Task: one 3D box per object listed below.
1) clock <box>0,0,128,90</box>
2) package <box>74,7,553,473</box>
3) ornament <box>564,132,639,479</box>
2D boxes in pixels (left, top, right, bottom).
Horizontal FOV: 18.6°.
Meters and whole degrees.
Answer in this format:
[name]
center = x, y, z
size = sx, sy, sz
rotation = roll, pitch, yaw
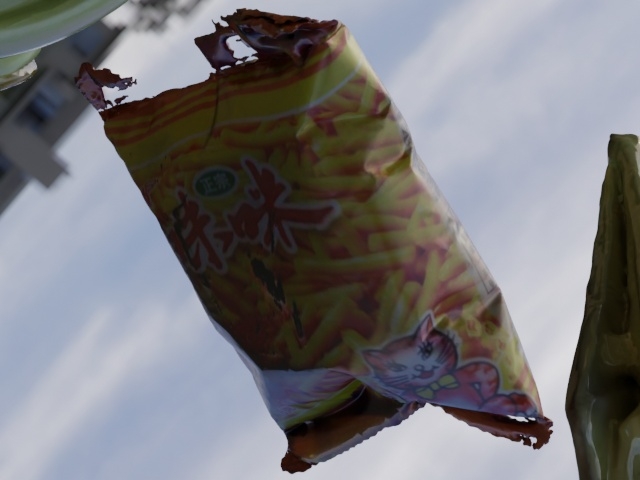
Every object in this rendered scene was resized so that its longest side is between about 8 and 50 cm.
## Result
[clock]
center = -0.143, -0.192, 0.704
size = 0.348, 0.286, 0.117
rotation = -41, -152, -12
[package]
center = -0.005, 0.000, 1.112
size = 0.223, 0.288, 0.108
rotation = -12, -161, 46
[ornament]
center = 0.138, 0.044, 0.751
size = 0.059, 0.180, 0.201
rotation = -16, 173, 22
